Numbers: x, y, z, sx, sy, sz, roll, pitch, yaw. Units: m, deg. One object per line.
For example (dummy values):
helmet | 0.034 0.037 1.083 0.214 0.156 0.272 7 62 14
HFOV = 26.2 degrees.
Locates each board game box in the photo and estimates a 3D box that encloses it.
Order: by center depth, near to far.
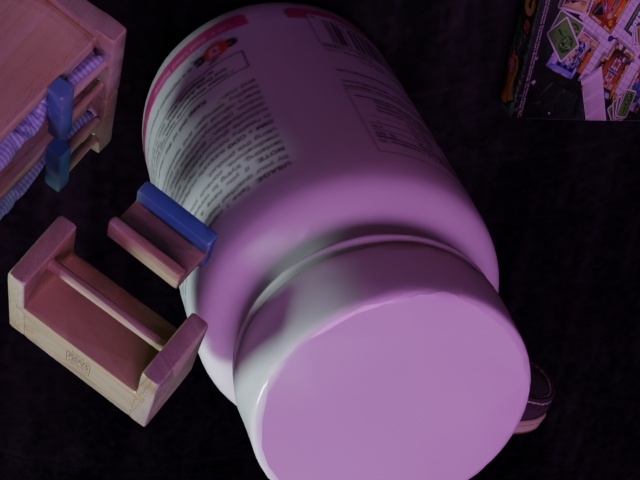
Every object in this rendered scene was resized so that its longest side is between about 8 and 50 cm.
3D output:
board game box | 0.199 -0.191 0.823 0.136 0.030 0.260 1 123 -15

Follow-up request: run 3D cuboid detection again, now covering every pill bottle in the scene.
pill bottle | 0.000 0.000 0.737 0.160 0.283 0.160 -8 125 -11

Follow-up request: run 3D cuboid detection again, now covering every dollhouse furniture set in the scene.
dollhouse furniture set | -0.118 -0.014 0.677 0.183 0.129 0.129 37 156 4

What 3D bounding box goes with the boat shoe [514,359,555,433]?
boat shoe | 0.082 0.063 0.932 0.223 0.080 0.073 27 118 -25
